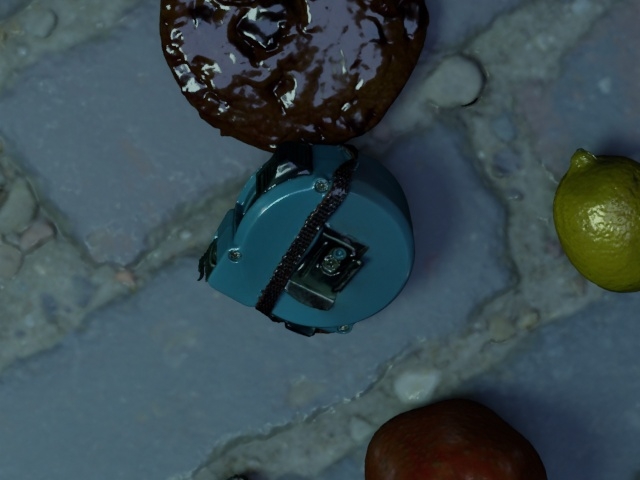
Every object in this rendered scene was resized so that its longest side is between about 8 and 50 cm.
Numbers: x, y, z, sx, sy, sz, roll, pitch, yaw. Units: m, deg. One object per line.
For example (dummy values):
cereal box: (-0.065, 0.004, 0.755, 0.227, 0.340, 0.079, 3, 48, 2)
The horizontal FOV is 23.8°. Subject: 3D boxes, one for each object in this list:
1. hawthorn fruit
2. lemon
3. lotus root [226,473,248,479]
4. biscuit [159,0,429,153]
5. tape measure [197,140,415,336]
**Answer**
hawthorn fruit: (0.097, 0.182, 1.071, 0.132, 0.138, 0.133, 0, 100, 1)
lemon: (0.203, -0.015, 1.053, 0.082, 0.082, 0.111, -27, 109, 6)
lotus root: (-0.101, 0.245, 1.116, 0.165, 0.088, 0.088, -41, 101, -1)
biscuit: (-0.018, -0.152, 1.033, 0.192, 0.049, 0.192, -1, 108, -4)
tape measure: (0.000, 0.000, 1.050, 0.125, 0.081, 0.146, 26, 118, -17)
